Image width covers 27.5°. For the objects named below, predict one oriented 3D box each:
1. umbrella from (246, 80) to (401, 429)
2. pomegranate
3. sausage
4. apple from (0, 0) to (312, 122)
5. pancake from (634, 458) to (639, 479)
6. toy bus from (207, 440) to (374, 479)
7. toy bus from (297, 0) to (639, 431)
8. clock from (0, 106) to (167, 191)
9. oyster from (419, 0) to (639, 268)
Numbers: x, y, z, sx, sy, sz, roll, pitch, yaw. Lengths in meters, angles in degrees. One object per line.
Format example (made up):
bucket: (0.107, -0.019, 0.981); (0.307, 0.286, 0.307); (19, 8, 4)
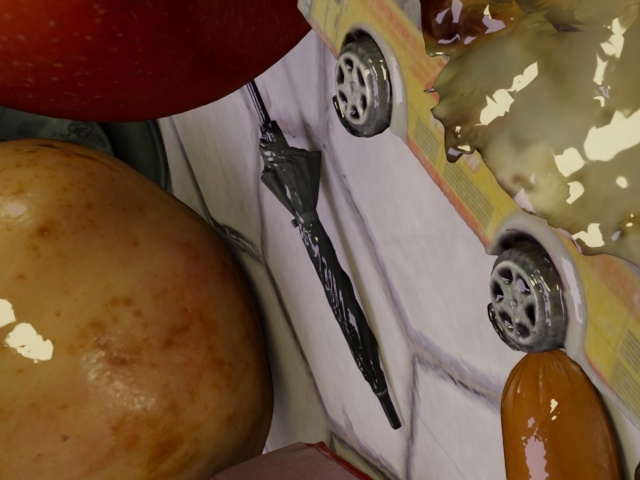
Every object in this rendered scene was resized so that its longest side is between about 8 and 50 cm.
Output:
umbrella: (0.003, -0.002, 0.856); (0.044, 0.044, 0.269); (-21, 97, 47)
pomegranate: (-0.247, 0.111, 1.105); (0.411, 0.411, 0.411); (162, 90, -73)
sausage: (0.116, 0.135, 0.598); (0.062, 0.054, 0.183); (-2, 105, 43)
apple: (-0.104, -0.180, 0.618); (0.216, 0.260, 0.260); (31, 143, 29)
pancake: (0.174, 0.152, 0.490); (0.199, 0.021, 0.199); (161, 90, -72)
toy bus: (0.007, 0.243, 0.918); (0.303, 0.127, 0.147); (-170, 66, -71)
toy bus: (0.081, -0.050, 0.461); (0.268, 0.092, 0.106); (57, 149, 39)
clock: (-0.310, -0.058, 1.273); (0.066, 0.319, 0.319); (-130, 27, -60)
oyster: (0.134, -0.041, 0.230); (0.337, 0.133, 0.198); (54, 154, 39)
